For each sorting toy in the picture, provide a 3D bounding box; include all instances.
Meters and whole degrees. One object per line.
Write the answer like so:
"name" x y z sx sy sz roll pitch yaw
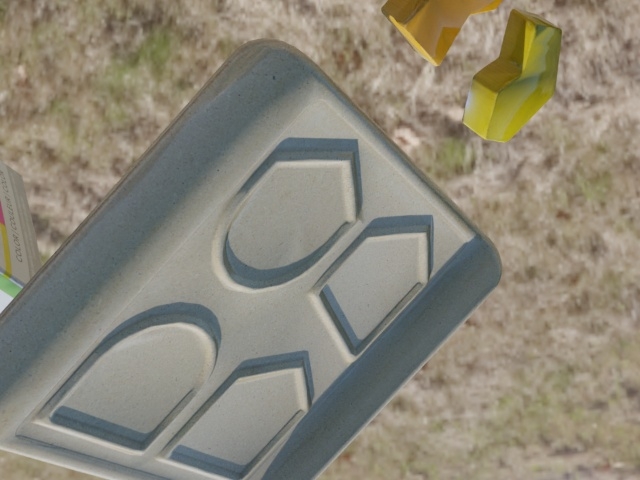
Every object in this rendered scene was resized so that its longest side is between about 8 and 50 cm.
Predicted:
"sorting toy" 0.000 0.000 0.509 0.307 0.041 0.229 -47 139 5

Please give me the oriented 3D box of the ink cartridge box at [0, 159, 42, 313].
"ink cartridge box" -0.229 -0.037 0.502 0.062 0.109 0.209 -37 134 9
